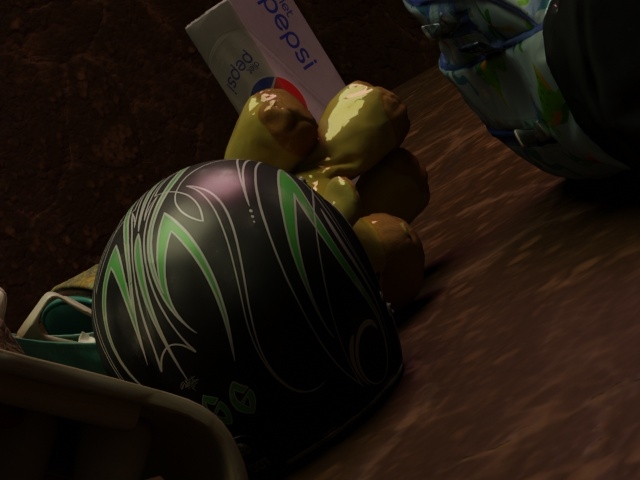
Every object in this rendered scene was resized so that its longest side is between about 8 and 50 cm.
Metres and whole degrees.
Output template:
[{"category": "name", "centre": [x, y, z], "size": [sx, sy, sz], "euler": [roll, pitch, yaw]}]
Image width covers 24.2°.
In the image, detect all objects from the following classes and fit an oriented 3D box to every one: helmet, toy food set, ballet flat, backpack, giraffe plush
[{"category": "helmet", "centre": [-0.048, 0.037, 0.831], "size": [0.169, 0.162, 0.169], "euler": [-32, 6, 4]}, {"category": "toy food set", "centre": [-0.215, 0.110, 0.725], "size": [0.219, 0.306, 0.092], "euler": [-25, 52, 57]}, {"category": "ballet flat", "centre": [-0.152, 0.054, 1.407], "size": [0.123, 0.123, 0.348], "euler": [-36, 12, -29]}, {"category": "backpack", "centre": [0.200, -0.171, 0.972], "size": [0.290, 0.273, 0.355], "euler": [-53, -5, -4]}, {"category": "giraffe plush", "centre": [0.000, 0.000, 1.011], "size": [0.210, 0.181, 0.170], "euler": [-23, 25, -13]}, {"category": "ballet flat", "centre": [-0.258, 0.083, 1.268], "size": [0.247, 0.087, 0.083], "euler": [11, -4, -28]}]

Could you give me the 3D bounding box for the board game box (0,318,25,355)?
[{"category": "board game box", "centre": [-0.329, 0.199, 1.061], "size": [0.232, 0.141, 0.291], "euler": [-37, 7, -34]}]

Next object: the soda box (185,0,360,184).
[{"category": "soda box", "centre": [-0.032, -0.164, 1.764], "size": [0.091, 0.286, 0.098], "euler": [-24, 11, 46]}]
